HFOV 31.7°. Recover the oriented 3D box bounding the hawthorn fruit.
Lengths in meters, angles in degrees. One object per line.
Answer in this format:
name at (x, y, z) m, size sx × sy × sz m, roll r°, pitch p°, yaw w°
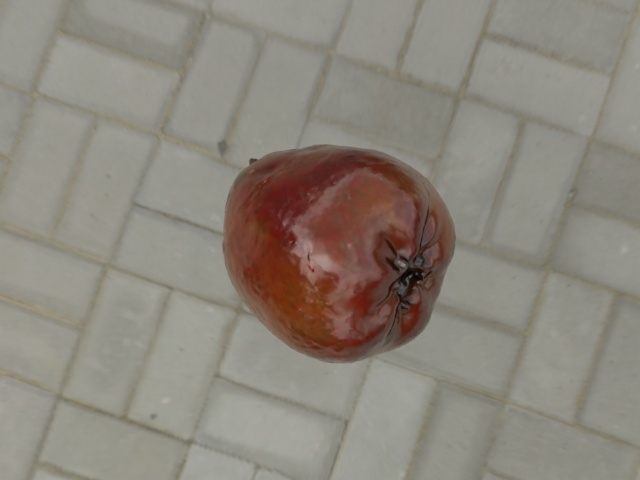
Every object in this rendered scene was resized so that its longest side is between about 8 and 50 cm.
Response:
hawthorn fruit at (0.000, 0.000, 0.426) m, size 0.093 × 0.081 × 0.081 m, roll 21°, pitch 83°, yaw 40°
